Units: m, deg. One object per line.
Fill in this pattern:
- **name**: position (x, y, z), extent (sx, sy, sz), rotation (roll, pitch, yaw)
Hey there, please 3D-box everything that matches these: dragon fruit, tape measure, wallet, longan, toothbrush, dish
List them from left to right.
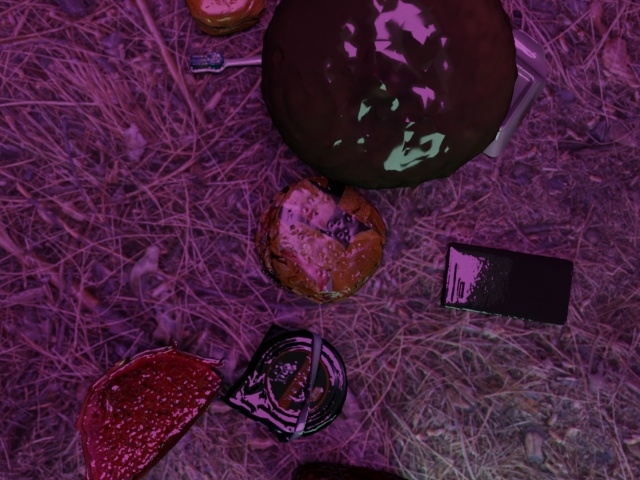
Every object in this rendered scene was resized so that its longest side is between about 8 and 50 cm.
- **dragon fruit**: position (-0.289, 0.270, 1.043), extent (0.161, 0.126, 0.274), rotation (42, 69, 6)
- **tape measure**: position (-0.047, 0.243, 1.068), extent (0.181, 0.107, 0.182), rotation (37, 68, 0)
- **toothbrush**: position (-0.028, -0.337, 1.147), extent (0.417, 0.040, 0.042), rotation (-8, 86, -12)
- **longan**: position (0.102, -0.257, 0.975), extent (0.390, 0.391, 0.392), rotation (0, 87, -7)
- **dish**: position (0.334, -0.289, 1.169), extent (0.154, 0.064, 0.234), rotation (35, 82, -3)
- **wallet**: position (0.347, 0.079, 1.169), extent (0.244, 0.025, 0.125), rotation (9, 86, -6)

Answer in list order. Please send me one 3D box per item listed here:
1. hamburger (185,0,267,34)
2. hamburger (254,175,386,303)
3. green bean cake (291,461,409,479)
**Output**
- **hamburger**: position (-0.171, -0.438, 1.109), extent (0.147, 0.083, 0.138), rotation (-16, 85, -10)
- **hamburger**: position (0.000, 0.000, 1.096), extent (0.230, 0.107, 0.231), rotation (1, 87, -14)
- **green bean cake**: position (0.066, 0.434, 1.033), extent (0.232, 0.198, 0.097), rotation (11, 84, -2)
